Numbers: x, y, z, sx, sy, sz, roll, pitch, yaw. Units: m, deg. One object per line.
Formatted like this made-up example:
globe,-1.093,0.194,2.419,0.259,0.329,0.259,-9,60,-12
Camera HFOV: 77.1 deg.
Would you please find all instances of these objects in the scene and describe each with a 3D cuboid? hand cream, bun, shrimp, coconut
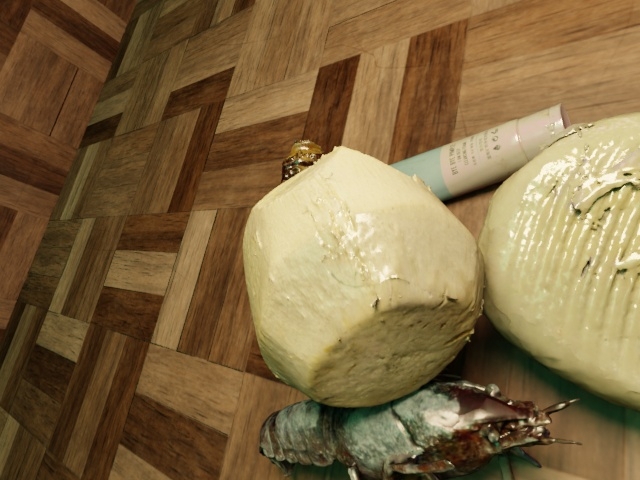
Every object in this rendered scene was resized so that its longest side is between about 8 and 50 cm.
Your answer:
hand cream,0.192,-0.099,0.593,0.312,0.070,0.111,-16,63,42
bun,0.294,0.019,0.385,0.273,0.168,0.272,-6,79,30
shrimp,0.075,0.234,0.472,0.411,0.166,0.221,-11,38,30
coconut,0.034,0.027,0.438,0.245,0.245,0.247,-43,39,16

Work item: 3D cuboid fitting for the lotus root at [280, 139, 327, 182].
lotus root,0.000,0.000,0.639,0.169,0.141,0.313,-19,69,34
